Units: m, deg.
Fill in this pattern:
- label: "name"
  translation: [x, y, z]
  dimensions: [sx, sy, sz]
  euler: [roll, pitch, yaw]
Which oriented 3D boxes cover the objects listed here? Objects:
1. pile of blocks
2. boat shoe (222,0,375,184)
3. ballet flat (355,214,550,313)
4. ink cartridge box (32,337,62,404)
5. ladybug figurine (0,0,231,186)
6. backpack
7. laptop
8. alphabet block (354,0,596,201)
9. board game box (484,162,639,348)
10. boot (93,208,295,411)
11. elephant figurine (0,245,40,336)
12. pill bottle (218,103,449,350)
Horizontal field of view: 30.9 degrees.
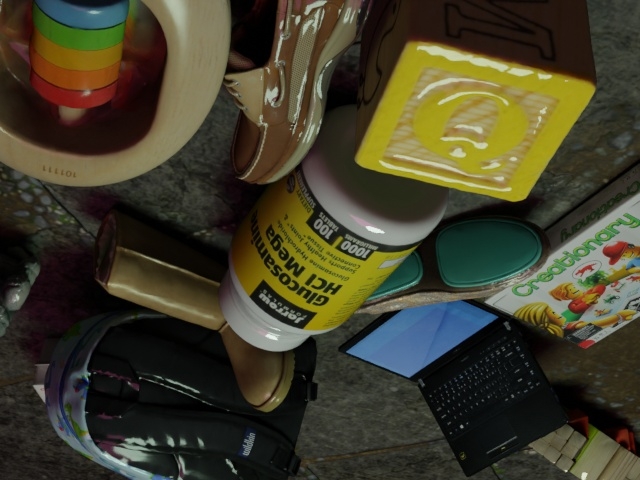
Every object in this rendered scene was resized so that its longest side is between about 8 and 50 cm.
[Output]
- label: "pile of blocks"
  translation: [0.445, 0.335, 1.922]
  dimensions: [0.362, 0.149, 0.112]
  euler: [35, 90, -46]
- label: "boat shoe"
  translation: [-0.051, -0.197, 1.238]
  dimensions: [0.120, 0.122, 0.324]
  euler: [1, 136, -25]
- label: "ballet flat"
  translation: [0.166, 0.038, 1.567]
  dimensions: [0.316, 0.107, 0.106]
  euler: [-10, 160, 25]
- label: "ink cartridge box"
  translation: [-0.386, 0.218, 1.833]
  dimensions: [0.092, 0.090, 0.143]
  euler: [-3, 140, 9]
- label: "ladybug figurine"
  translation: [-0.240, -0.237, 1.180]
  dimensions: [0.305, 0.162, 0.449]
  euler: [13, 141, -12]
- label: "backpack"
  translation: [-0.216, 0.229, 1.668]
  dimensions: [0.273, 0.290, 0.355]
  euler: [8, 173, 43]
- label: "laptop"
  translation: [0.196, 0.215, 1.741]
  dimensions: [0.136, 0.264, 0.234]
  euler: [-14, 160, -44]
- label: "alphabet block"
  translation: [0.152, -0.185, 1.185]
  dimensions: [0.193, 0.197, 0.192]
  euler: [11, 141, -9]
- label: "board game box"
  translation: [0.390, 0.030, 1.555]
  dimensions: [0.193, 0.053, 0.305]
  euler: [24, 138, -23]
- label: "boot"
  translation: [-0.174, 0.097, 1.550]
  dimensions: [0.269, 0.236, 0.089]
  euler: [26, 121, -31]
- label: "elephant figurine"
  translation: [-0.519, 0.032, 1.585]
  dimensions: [0.239, 0.186, 0.169]
  euler: [30, 179, -14]
- label: "pill bottle"
  translation: [0.000, 0.000, 1.441]
  dimensions: [0.188, 0.188, 0.334]
  euler: [19, 139, -18]
